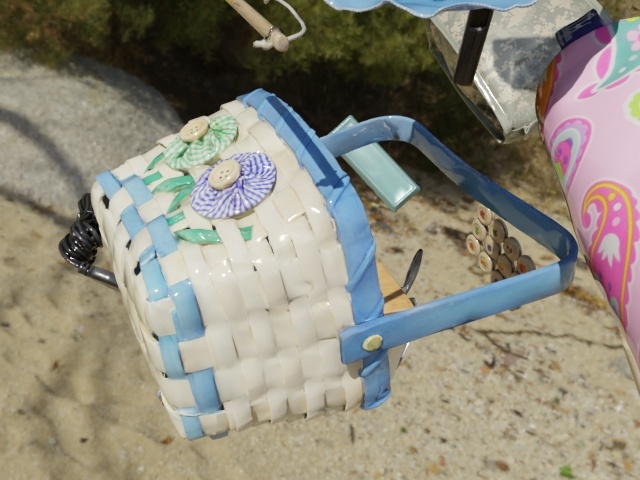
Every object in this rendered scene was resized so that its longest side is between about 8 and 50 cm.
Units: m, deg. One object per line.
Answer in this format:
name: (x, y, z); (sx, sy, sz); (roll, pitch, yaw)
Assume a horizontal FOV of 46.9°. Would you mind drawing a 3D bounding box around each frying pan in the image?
frying pan: (0.145, 0.133, 1.374); (0.053, 0.326, 0.197); (26, -17, -7)

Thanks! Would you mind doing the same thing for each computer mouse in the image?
computer mouse: (-0.145, 0.023, 0.789); (0.262, 0.060, 0.184); (30, 17, -12)

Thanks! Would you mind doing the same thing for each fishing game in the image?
fishing game: (0.074, -0.166, 0.408); (0.263, 0.041, 0.189); (-15, 33, -8)

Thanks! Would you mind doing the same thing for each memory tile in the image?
memory tile: (0.267, 0.024, 1.105); (0.012, 0.113, 0.148); (-16, 53, -18)

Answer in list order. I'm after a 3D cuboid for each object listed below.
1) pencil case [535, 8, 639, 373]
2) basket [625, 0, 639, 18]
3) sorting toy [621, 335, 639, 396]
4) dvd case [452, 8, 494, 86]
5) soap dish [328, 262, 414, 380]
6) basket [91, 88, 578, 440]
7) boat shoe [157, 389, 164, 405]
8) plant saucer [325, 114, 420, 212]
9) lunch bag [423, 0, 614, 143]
pencil case: (0.193, -0.001, 0.358); (0.124, 0.124, 0.284); (14, 45, -18)
basket: (0.425, -0.261, 0.787); (0.103, 0.113, 0.167); (53, -3, -15)
sorting toy: (0.624, 0.258, 1.300); (0.041, 0.307, 0.229); (-11, 17, 45)
dvd case: (0.151, -0.274, 0.591); (0.022, 0.181, 0.253); (15, -30, 7)
soap dish: (-0.032, 0.131, 1.005); (0.290, 0.118, 0.229); (-8, -27, -4)
basket: (0.000, 0.000, 0.536); (0.288, 0.201, 0.255); (-17, 35, -20)
boat shoe: (-0.212, 0.301, 1.378); (0.183, 0.066, 0.066); (5, 49, -28)
plant saucer: (0.094, -0.142, 1.342); (0.192, 0.067, 0.018); (48, -3, 9)
lunch bag: (0.339, -0.309, 1.215); (0.287, 0.235, 0.169); (63, 4, 27)
